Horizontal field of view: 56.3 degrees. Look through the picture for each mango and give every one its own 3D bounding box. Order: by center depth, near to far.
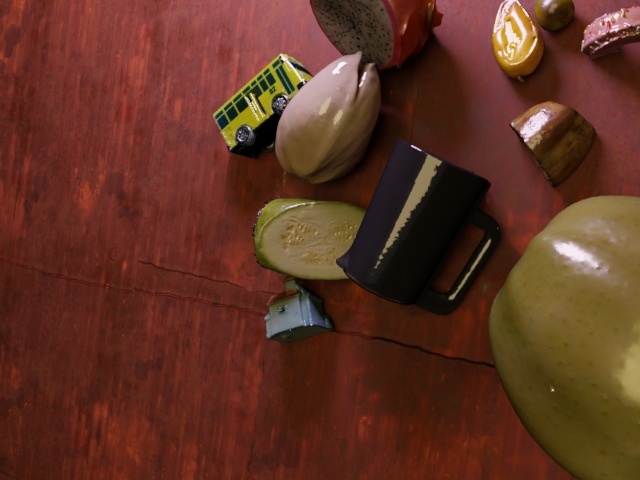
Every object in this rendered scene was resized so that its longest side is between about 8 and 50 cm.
[{"bbox_3d":[0.406,-0.416,1.240,0.101,0.066,0.187,-20,73,34],"label":"mango"}]

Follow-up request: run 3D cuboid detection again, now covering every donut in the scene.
[{"bbox_3d":[0.574,-0.398,1.121,0.166,0.117,0.065,-9,88,27],"label":"donut"}]

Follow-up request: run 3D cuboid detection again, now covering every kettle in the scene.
[{"bbox_3d":[0.214,-0.026,1.274,0.307,0.262,0.203,-65,30,12],"label":"kettle"}]

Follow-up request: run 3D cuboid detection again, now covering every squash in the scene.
[{"bbox_3d":[0.000,0.000,1.361,0.261,0.189,0.189,10,92,30],"label":"squash"}]

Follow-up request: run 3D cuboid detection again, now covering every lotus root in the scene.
[{"bbox_3d":[0.457,-0.208,1.188,0.159,0.095,0.135,47,104,16],"label":"lotus root"}]

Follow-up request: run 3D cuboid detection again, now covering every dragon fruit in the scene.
[{"bbox_3d":[0.133,-0.519,1.288,0.291,0.290,0.189,38,74,24],"label":"dragon fruit"}]

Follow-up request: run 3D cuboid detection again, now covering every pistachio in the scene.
[{"bbox_3d":[0.024,-0.269,1.346,0.208,0.226,0.331,27,127,-7],"label":"pistachio"}]

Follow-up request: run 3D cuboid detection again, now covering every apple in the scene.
[{"bbox_3d":[0.503,0.161,0.955,0.474,0.474,0.473,-2,87,28],"label":"apple"}]

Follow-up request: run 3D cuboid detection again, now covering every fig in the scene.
[{"bbox_3d":[0.467,-0.467,1.209,0.074,0.074,0.088,-42,48,19],"label":"fig"}]

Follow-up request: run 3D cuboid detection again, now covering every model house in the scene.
[{"bbox_3d":[-0.060,0.157,1.436,0.148,0.119,0.148,-19,69,27],"label":"model house"}]

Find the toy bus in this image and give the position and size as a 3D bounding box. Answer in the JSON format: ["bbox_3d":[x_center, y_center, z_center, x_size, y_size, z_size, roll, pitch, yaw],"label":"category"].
[{"bbox_3d":[-0.125,-0.332,1.478,0.262,0.128,0.150,-36,72,22],"label":"toy bus"}]
